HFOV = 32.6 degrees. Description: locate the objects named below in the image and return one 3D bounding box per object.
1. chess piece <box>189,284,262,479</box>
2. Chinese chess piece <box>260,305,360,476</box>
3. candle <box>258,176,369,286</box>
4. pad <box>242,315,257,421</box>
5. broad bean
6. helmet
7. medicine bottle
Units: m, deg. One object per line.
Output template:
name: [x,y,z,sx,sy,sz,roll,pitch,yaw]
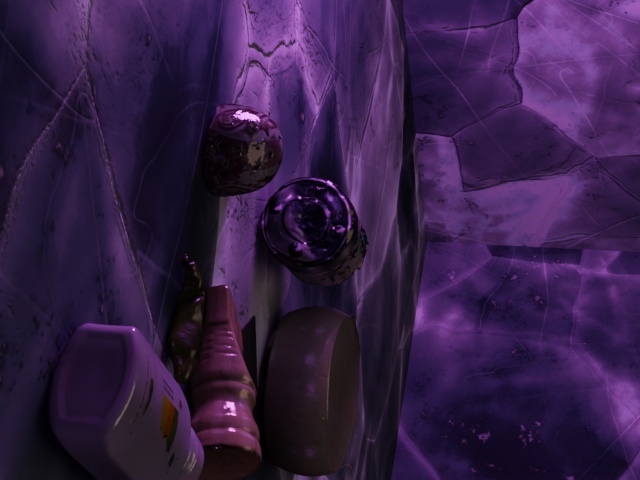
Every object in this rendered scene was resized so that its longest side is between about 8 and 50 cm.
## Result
chess piece: [-0.155,0.220,1.740,0.137,0.137,0.300,74,12,-56]
Chinese chess piece: [-0.018,0.309,2.260,0.349,0.146,0.349,4,90,-77]
candle: [0.000,0.000,2.185,0.330,0.187,0.187,55,39,-72]
pad: [-0.138,0.259,2.032,0.143,0.003,0.211,-47,138,-71]
broad bean: [-0.199,0.121,1.634,0.061,0.046,0.195,36,53,-61]
helmet: [-0.118,-0.146,1.800,0.177,0.107,0.153,-53,147,-69]
medicine bottle: [-0.233,0.228,1.364,0.296,0.111,0.161,75,22,-57]
